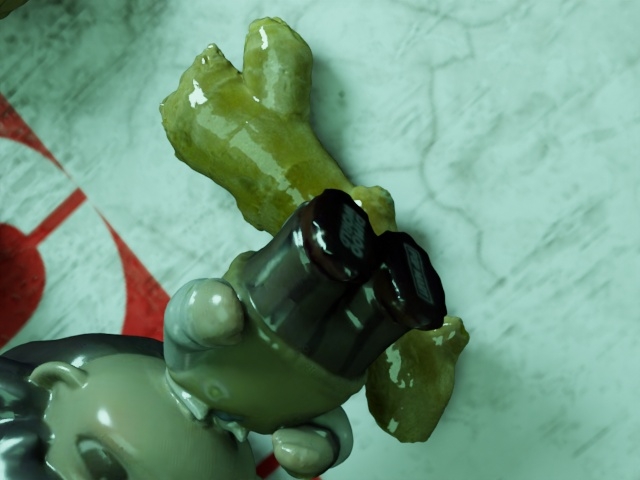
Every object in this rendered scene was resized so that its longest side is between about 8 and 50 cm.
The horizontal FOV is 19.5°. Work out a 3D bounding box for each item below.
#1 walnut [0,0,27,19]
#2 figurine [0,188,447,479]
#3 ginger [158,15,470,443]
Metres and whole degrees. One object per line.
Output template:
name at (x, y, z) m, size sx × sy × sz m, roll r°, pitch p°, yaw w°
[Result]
walnut at (-0.261, -0.230, 1.212) m, size 0.213 × 0.213 × 0.213 m, roll 2°, pitch 97°, yaw 16°
figurine at (-0.082, 0.131, 1.172) m, size 0.365 × 0.218 × 0.206 m, roll -28°, pitch 57°, yaw 35°
ginger at (0.001, -0.001, 1.233) m, size 0.118 × 0.065 × 0.298 m, roll -30°, pitch 90°, yaw 24°
